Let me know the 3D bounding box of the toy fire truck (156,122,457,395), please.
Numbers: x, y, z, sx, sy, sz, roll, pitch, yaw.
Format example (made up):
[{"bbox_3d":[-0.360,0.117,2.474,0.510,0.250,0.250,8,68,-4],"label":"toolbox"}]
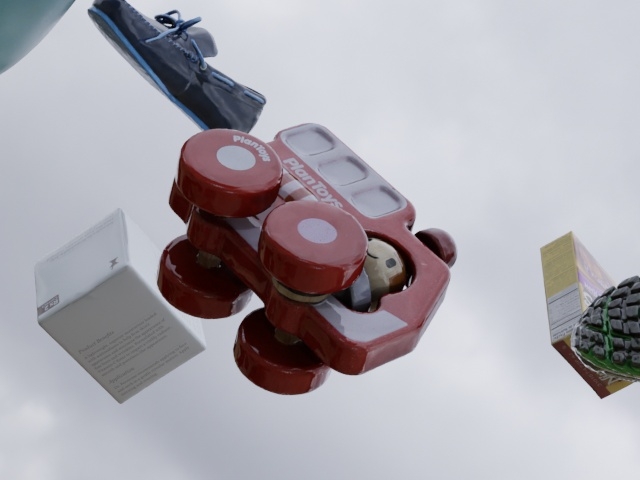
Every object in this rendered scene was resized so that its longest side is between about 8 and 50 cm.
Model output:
[{"bbox_3d":[0.000,0.000,1.597,0.302,0.254,0.169,41,-45,31],"label":"toy fire truck"}]

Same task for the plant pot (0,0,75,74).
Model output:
[{"bbox_3d":[-0.403,-0.303,1.768,0.293,0.235,0.293,23,-22,10],"label":"plant pot"}]

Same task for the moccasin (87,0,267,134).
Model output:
[{"bbox_3d":[-0.206,-0.269,2.384,0.138,0.117,0.342,40,-2,42],"label":"moccasin"}]

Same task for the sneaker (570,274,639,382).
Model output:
[{"bbox_3d":[0.411,0.127,1.593,0.344,0.134,0.146,9,-42,23],"label":"sneaker"}]

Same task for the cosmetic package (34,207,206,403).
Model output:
[{"bbox_3d":[-0.274,0.089,2.223,0.183,0.151,0.151,52,11,-33],"label":"cosmetic package"}]

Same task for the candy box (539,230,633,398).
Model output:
[{"bbox_3d":[0.318,0.087,1.953,0.053,0.186,0.109,-31,-60,24],"label":"candy box"}]
